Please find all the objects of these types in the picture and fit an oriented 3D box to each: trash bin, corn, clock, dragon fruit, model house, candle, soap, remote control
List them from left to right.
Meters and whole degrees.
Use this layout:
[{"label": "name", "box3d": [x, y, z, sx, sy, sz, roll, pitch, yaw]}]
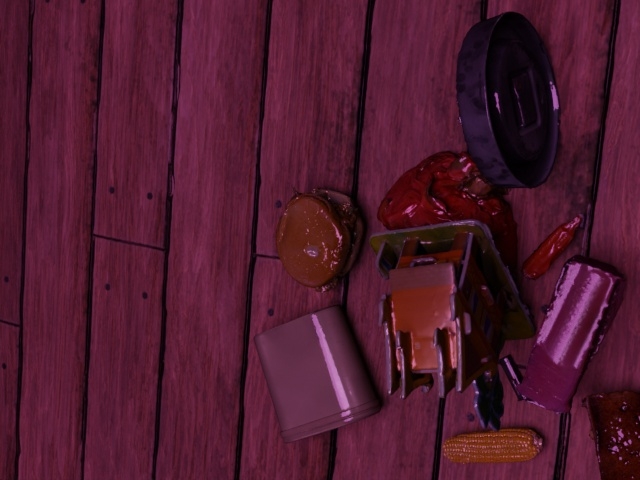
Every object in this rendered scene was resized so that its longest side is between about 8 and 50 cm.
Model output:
[{"label": "trash bin", "box3d": [-0.015, 0.290, 1.937, 0.243, 0.121, 0.247, -26, 79, 30]}, {"label": "model house", "box3d": [0.217, 0.194, 1.616, 0.242, 0.313, 0.358, -5, 134, 31]}, {"label": "dragon fruit", "box3d": [0.245, -0.068, 1.726, 0.317, 0.152, 0.205, 29, 107, 25]}, {"label": "corn", "box3d": [0.341, 0.408, 1.767, 0.206, 0.067, 0.067, -14, 88, 30]}, {"label": "clock", "box3d": [0.333, -0.242, 1.566, 0.061, 0.312, 0.313, -5, 93, 37]}, {"label": "remote control", "box3d": [0.382, 0.271, 1.758, 0.034, 0.016, 0.091, -33, 78, 33]}, {"label": "candle", "box3d": [0.443, 0.012, 1.677, 0.162, 0.048, 0.053, -53, 27, 30]}, {"label": "soap", "box3d": [0.449, 0.172, 1.616, 0.112, 0.182, 0.289, 25, 102, 24]}]

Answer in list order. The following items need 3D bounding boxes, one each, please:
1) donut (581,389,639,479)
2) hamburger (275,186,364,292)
[{"label": "donut", "box3d": [0.547, 0.377, 1.611, 0.126, 0.144, 0.187, -15, 61, 11]}, {"label": "hamburger", "box3d": [0.000, 0.000, 1.894, 0.189, 0.122, 0.215, 21, 109, 34]}]
